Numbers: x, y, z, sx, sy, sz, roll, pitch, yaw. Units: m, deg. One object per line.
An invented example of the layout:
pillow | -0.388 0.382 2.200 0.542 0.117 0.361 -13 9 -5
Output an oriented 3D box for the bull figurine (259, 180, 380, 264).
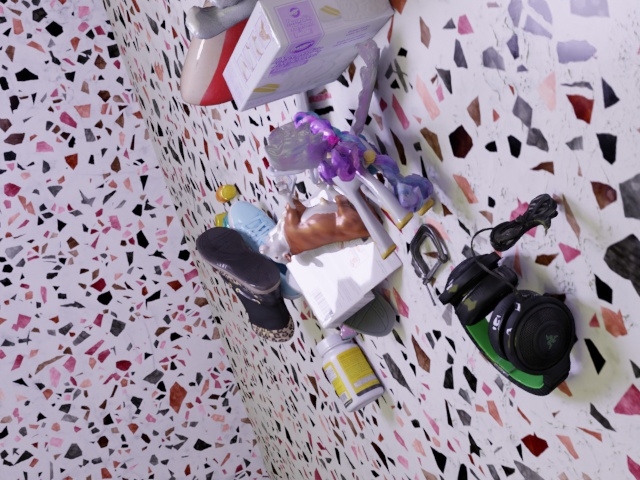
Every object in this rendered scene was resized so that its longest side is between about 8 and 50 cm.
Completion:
bull figurine | -0.015 -0.051 1.706 0.188 0.310 0.101 67 -155 -22

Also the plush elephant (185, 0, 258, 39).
plush elephant | -0.129 -0.556 1.312 0.330 0.272 0.255 -10 119 40

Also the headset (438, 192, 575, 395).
headset | 0.329 0.097 1.230 0.243 0.185 0.394 43 164 39

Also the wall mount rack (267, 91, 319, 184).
wall mount rack | -0.085 -0.314 1.780 0.304 0.130 0.350 -83 -15 -61

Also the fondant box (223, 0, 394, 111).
fondant box | -0.036 -0.377 1.419 0.096 0.238 0.330 66 159 3

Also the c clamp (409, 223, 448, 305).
c clamp | 0.229 0.043 1.519 0.161 0.022 0.137 102 145 -58

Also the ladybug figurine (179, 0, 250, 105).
ladybug figurine | -0.225 -0.478 1.787 0.449 0.161 0.305 142 147 -69

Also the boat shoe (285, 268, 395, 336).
boat shoe | 0.059 0.144 1.859 0.320 0.118 0.103 25 -178 27

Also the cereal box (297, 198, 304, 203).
cereal box | 0.000 0.000 1.980 0.240 0.047 0.173 34 143 55

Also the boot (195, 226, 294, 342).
boot | -0.225 0.134 2.242 0.377 0.138 0.284 29 148 40

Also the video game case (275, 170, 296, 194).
video game case | -0.100 -0.177 2.093 0.087 0.011 0.122 58 157 22

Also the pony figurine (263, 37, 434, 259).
pony figurine | 0.055 -0.164 1.440 0.363 0.303 0.351 46 163 11

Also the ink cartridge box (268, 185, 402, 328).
ink cartridge box | 0.040 0.022 1.780 0.261 0.066 0.296 -41 66 22

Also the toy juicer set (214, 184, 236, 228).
toy juicer set | -0.292 -0.087 2.561 0.329 0.089 0.209 -132 40 -58

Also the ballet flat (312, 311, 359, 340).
ballet flat | 0.027 0.206 2.081 0.221 0.079 0.077 46 150 43

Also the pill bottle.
pill bottle | 0.079 0.367 2.066 0.209 0.119 0.119 60 158 19

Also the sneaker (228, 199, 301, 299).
sneaker | -0.151 0.005 2.252 0.366 0.135 0.150 51 155 10
